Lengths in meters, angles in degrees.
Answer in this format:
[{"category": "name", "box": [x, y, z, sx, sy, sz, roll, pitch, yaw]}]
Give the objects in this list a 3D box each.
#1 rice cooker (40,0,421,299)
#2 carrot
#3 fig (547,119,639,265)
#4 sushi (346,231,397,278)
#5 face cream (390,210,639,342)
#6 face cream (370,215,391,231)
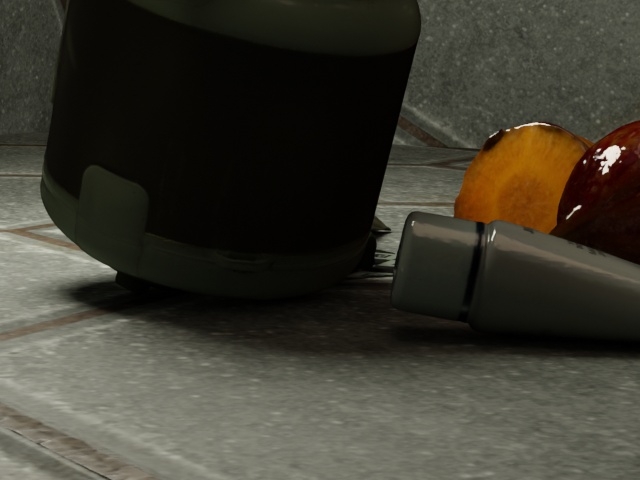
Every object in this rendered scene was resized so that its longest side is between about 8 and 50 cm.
[{"category": "rice cooker", "box": [-0.088, -0.118, 1.425, 0.335, 0.325, 0.335, 11, 23, -5]}, {"category": "carrot", "box": [0.258, -0.027, 1.553, 0.159, 0.159, 0.225, 7, 0, 41]}, {"category": "fig", "box": [0.262, -0.015, 1.323, 0.207, 0.175, 0.175, -6, 10, -32]}, {"category": "sushi", "box": [0.000, 0.000, 1.623, 0.231, 0.047, 0.220, -3, 8, -33]}, {"category": "face cream", "box": [0.213, 0.045, 1.223, 0.314, 0.089, 0.143, 12, 5, 0]}, {"category": "face cream", "box": [-0.012, -0.044, 1.772, 0.137, 0.084, 0.341, 2, -9, 11]}]
